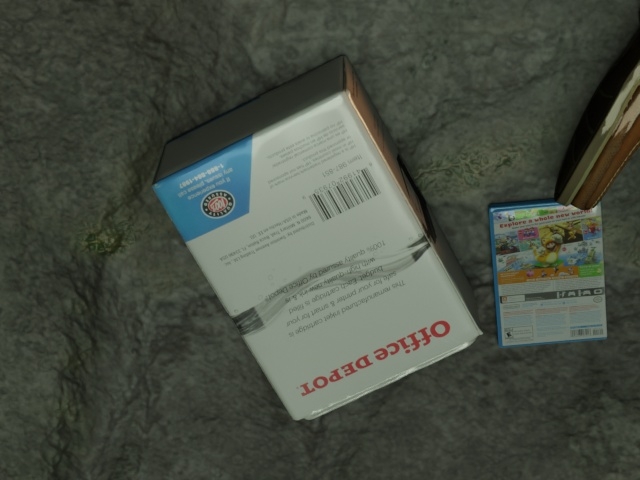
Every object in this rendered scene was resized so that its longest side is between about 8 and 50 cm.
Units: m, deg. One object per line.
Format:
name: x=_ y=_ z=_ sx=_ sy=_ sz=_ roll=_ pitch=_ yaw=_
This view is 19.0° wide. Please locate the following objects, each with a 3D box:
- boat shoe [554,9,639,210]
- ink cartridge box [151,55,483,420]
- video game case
boat shoe: x=0.345 y=-0.150 z=1.932 sx=0.104 sy=0.110 sz=0.307 roll=25 pitch=111 yaw=-8
ink cartridge box: x=0.000 y=0.000 z=1.991 sx=0.223 sy=0.129 sz=0.307 roll=-26 pitch=110 yaw=11
video game case: x=0.246 y=0.034 z=2.065 sx=0.119 sy=0.015 sz=0.166 roll=-5 pitch=113 yaw=4
